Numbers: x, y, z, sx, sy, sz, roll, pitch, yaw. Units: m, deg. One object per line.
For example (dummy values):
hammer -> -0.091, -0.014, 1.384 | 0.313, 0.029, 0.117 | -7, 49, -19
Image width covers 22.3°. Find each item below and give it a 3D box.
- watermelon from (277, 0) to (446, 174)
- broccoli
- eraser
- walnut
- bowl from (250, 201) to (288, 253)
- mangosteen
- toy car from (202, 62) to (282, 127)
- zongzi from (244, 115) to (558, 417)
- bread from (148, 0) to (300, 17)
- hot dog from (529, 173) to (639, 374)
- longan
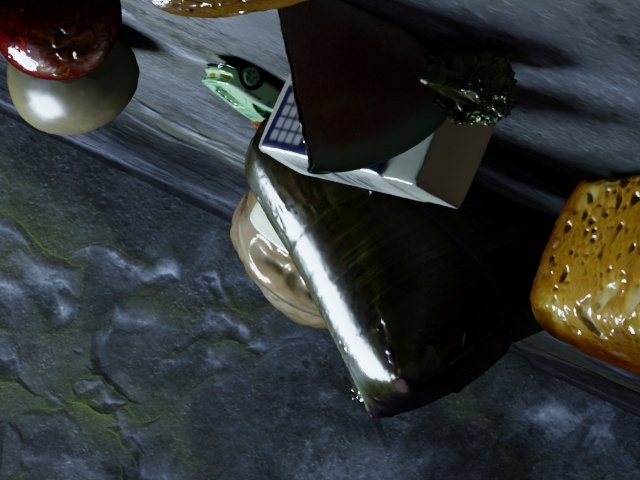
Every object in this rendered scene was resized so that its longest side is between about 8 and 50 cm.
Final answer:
watermelon -> 0.018, -0.144, 1.552 | 0.202, 0.207, 0.136 | 39, 148, 7
broccoli -> 0.128, -0.145, 1.459 | 0.092, 0.097, 0.095 | 22, 145, -34
eraser -> 0.057, -0.118, 1.704 | 0.081, 0.124, 0.279 | 28, 173, -37
walnut -> -0.002, 0.002, 2.437 | 0.273, 0.273, 0.227 | 24, -154, 6
bowl -> 0.058, -0.039, 2.117 | 0.277, 0.145, 0.277 | 21, -166, -5
mangosteen -> -0.316, -0.263, 1.838 | 0.181, 0.156, 0.146 | 35, -137, 28
toy car -> -0.065, -0.169, 2.047 | 0.186, 0.058, 0.093 | 28, 171, -30
zongzi -> 0.161, -0.044, 1.919 | 0.403, 0.432, 0.208 | 59, 163, 18
bread -> -0.066, -0.240, 1.360 | 0.124, 0.084, 0.344 | 3, -179, -21
hot dog -> 0.381, 0.049, 1.601 | 0.223, 0.185, 0.405 | 27, 173, -14
longan -> -0.333, -0.220, 2.154 | 0.189, 0.189, 0.189 | 24, 174, 3
